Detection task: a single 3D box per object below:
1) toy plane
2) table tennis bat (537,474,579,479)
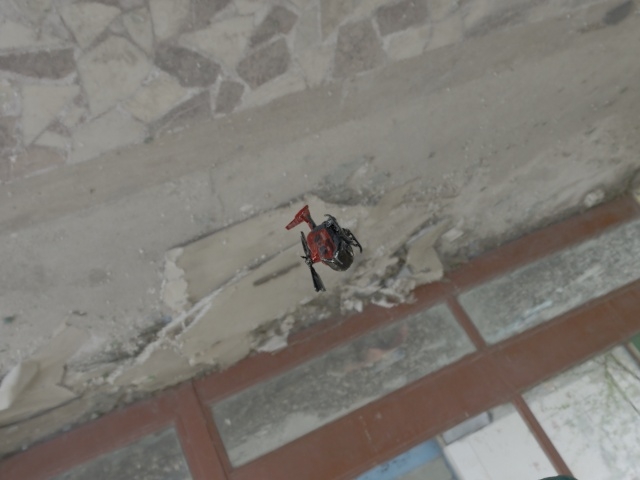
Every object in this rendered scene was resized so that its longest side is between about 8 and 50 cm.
[{"bbox_3d":[0.000,0.000,0.672,0.060,0.145,0.037,-46,125,9],"label":"toy plane"},{"bbox_3d":[0.149,0.196,0.318,0.124,0.201,0.033,-16,-156,27],"label":"table tennis bat"}]
